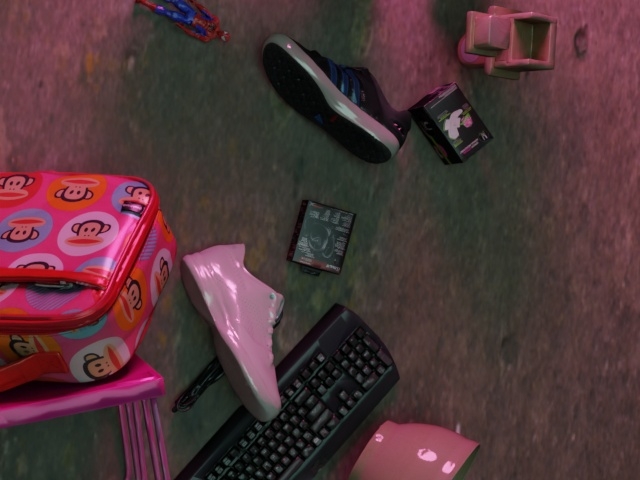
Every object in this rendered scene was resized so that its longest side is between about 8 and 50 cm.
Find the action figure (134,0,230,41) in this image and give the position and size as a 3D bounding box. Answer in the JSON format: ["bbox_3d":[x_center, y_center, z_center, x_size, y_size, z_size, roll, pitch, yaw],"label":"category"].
[{"bbox_3d":[-0.154,-0.258,1.751,0.115,0.030,0.038,27,79,-16],"label":"action figure"}]

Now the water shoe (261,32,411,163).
[{"bbox_3d":[0.018,-0.176,1.789,0.203,0.073,0.080,43,54,-12],"label":"water shoe"}]

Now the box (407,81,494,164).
[{"bbox_3d":[0.154,-0.138,1.819,0.052,0.062,0.083,-38,100,-13],"label":"box"}]

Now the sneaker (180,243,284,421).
[{"bbox_3d":[-0.077,0.097,1.731,0.094,0.080,0.212,-20,76,-21],"label":"sneaker"}]

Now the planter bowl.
[{"bbox_3d":[0.098,0.276,1.776,0.109,0.162,0.162,32,82,13],"label":"planter bowl"}]

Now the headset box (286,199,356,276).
[{"bbox_3d":[0.000,0.000,1.795,0.062,0.032,0.083,15,88,-15],"label":"headset box"}]

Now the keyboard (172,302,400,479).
[{"bbox_3d":[-0.067,0.200,1.783,0.201,0.033,0.317,44,79,-12],"label":"keyboard"}]

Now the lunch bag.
[{"bbox_3d":[-0.312,0.049,1.557,0.293,0.258,0.120,1,134,18],"label":"lunch bag"}]

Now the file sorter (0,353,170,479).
[{"bbox_3d":[-0.274,0.226,1.595,0.202,0.291,0.182,-10,96,-15],"label":"file sorter"}]

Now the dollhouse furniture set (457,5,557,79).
[{"bbox_3d":[0.086,-0.343,1.671,0.355,0.174,0.303,3,90,-41],"label":"dollhouse furniture set"}]
